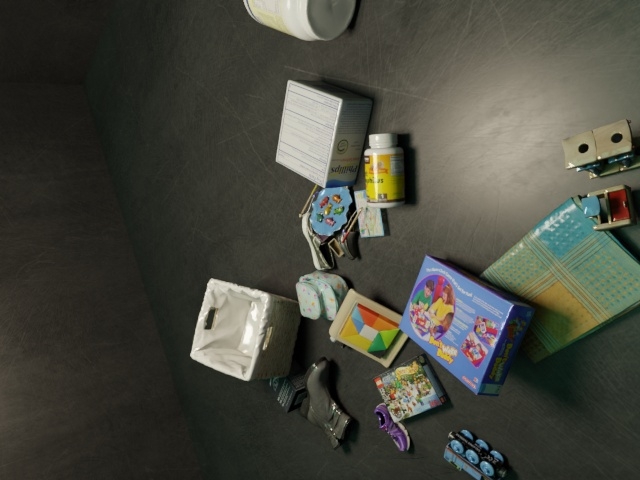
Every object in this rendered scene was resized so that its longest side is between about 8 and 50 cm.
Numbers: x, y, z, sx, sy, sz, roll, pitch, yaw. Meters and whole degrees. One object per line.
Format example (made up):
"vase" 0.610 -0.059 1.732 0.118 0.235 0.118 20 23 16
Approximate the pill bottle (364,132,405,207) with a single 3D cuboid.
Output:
"pill bottle" 0.192 -0.209 1.478 0.117 0.117 0.215 7 104 47

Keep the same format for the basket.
"basket" -0.278 0.348 1.940 0.331 0.266 0.329 10 85 36

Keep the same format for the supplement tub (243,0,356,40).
"supplement tub" -0.070 -0.768 1.545 0.324 0.235 0.236 37 125 37

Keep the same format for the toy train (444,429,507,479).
"toy train" 0.449 0.635 1.433 0.184 0.080 0.105 28 128 39

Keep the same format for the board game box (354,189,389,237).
"board game box" 0.165 -0.090 1.606 0.103 0.026 0.154 -4 96 49

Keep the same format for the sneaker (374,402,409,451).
"sneaker" 0.236 0.640 1.674 0.170 0.071 0.068 57 135 21

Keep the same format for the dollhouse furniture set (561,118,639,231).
"dollhouse furniture set" 0.597 -0.126 1.005 0.128 0.129 0.184 -16 72 49

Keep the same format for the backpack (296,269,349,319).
"backpack" 0.011 0.201 1.762 0.188 0.144 0.166 4 108 42

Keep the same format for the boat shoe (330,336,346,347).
"boat shoe" 0.113 0.305 1.732 0.076 0.080 0.229 42 126 9

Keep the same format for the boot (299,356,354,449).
"boot" 0.043 0.616 1.871 0.222 0.118 0.338 34 134 35

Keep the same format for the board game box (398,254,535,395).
"board game box" 0.363 0.207 1.293 0.347 0.078 0.234 38 113 60

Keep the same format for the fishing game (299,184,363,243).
"fishing game" 0.030 -0.108 1.677 0.264 0.041 0.189 38 101 45

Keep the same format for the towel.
"towel" 0.570 0.104 1.194 0.272 0.040 0.370 57 136 22

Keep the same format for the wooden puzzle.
"wooden puzzle" 0.160 0.297 1.632 0.238 0.044 0.221 30 125 9

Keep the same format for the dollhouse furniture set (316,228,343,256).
"dollhouse furniture set" 0.063 -0.006 1.714 0.114 0.091 0.081 50 169 -10

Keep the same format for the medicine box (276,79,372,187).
"medicine box" 0.004 -0.355 1.629 0.263 0.149 0.290 34 123 39

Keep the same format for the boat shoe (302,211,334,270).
"boat shoe" 0.000 0.000 1.783 0.070 0.077 0.220 -11 99 50

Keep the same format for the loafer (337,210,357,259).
"loafer" 0.095 -0.018 1.680 0.061 0.062 0.170 -24 83 44

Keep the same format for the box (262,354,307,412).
"box" -0.140 0.578 2.052 0.207 0.108 0.153 45 130 32

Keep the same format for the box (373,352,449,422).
"box" 0.287 0.480 1.597 0.233 0.044 0.159 -44 67 44
